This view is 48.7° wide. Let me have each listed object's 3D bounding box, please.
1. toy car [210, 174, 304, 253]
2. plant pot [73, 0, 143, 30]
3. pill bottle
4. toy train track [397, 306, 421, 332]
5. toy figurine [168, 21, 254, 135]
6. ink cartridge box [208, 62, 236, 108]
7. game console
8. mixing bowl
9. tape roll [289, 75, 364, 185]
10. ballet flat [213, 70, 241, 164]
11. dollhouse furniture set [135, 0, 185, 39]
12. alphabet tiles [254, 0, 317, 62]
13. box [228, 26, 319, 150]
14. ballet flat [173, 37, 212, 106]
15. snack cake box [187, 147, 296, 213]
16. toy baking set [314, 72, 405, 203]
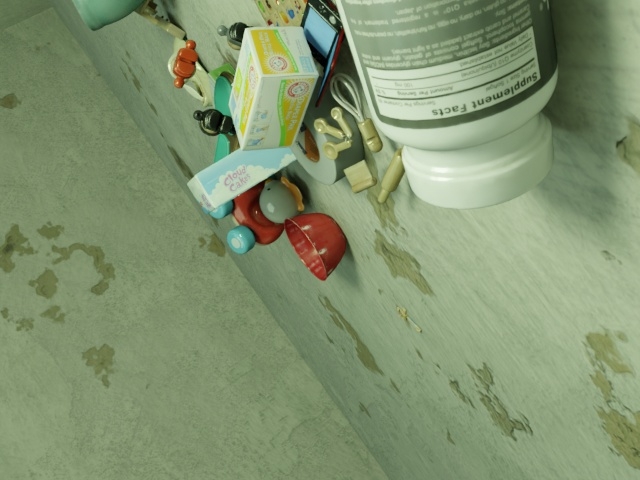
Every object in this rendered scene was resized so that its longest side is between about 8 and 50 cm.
[{"bbox_3d":[-0.132,-0.111,1.853,0.238,0.219,0.210,-28,95,45],"label":"toy car"},{"bbox_3d":[-0.499,-0.673,1.688,0.293,0.196,0.293,164,90,-89],"label":"plant pot"},{"bbox_3d":[0.132,-0.226,0.743,0.210,0.210,0.363,36,154,52],"label":"pill bottle"},{"bbox_3d":[0.205,0.188,1.663,0.083,0.014,0.048,45,160,33],"label":"toy train track"},{"bbox_3d":[-0.196,-0.339,1.491,0.213,0.209,0.148,61,170,-15],"label":"toy figurine"},{"bbox_3d":[-0.229,-0.348,1.829,0.109,0.062,0.209,52,164,15],"label":"ink cartridge box"},{"bbox_3d":[-0.009,-0.318,1.185,0.124,0.085,0.144,46,159,4],"label":"game console"},{"bbox_3d":[0.000,0.000,1.754,0.181,0.098,0.181,51,163,22],"label":"mixing bowl"},{"bbox_3d":[-0.007,-0.221,1.407,0.219,0.072,0.219,51,164,22],"label":"tape roll"},{"bbox_3d":[-0.190,-0.272,1.715,0.116,0.124,0.342,49,147,34],"label":"ballet flat"},{"bbox_3d":[-0.420,-0.639,1.903,0.151,0.123,0.144,24,-169,-43],"label":"dollhouse furniture set"},{"bbox_3d":[-0.058,-0.416,1.302,0.198,0.009,0.237,61,163,-14],"label":"alphabet tiles"},{"bbox_3d":[-0.087,-0.264,1.247,0.203,0.103,0.114,116,141,-56],"label":"box"},{"bbox_3d":[-0.358,-0.464,1.953,0.248,0.086,0.086,53,163,15],"label":"ballet flat"},{"bbox_3d":[-0.163,-0.168,1.610,0.089,0.264,0.152,59,164,-9],"label":"snack cake box"},{"bbox_3d":[0.074,-0.180,1.212,0.197,0.030,0.256,42,142,10],"label":"toy baking set"}]
